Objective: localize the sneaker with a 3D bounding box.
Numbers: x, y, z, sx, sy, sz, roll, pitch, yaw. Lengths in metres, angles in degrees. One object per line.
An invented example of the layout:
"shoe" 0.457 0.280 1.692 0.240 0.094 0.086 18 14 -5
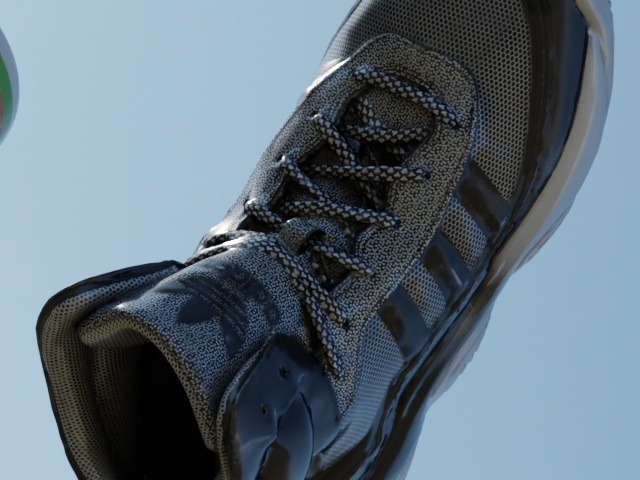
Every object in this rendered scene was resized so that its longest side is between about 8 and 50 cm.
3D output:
"sneaker" 0.000 0.000 0.656 0.101 0.153 0.268 32 -70 24

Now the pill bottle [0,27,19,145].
"pill bottle" -0.265 -0.035 1.015 0.136 0.246 0.136 11 -53 15
